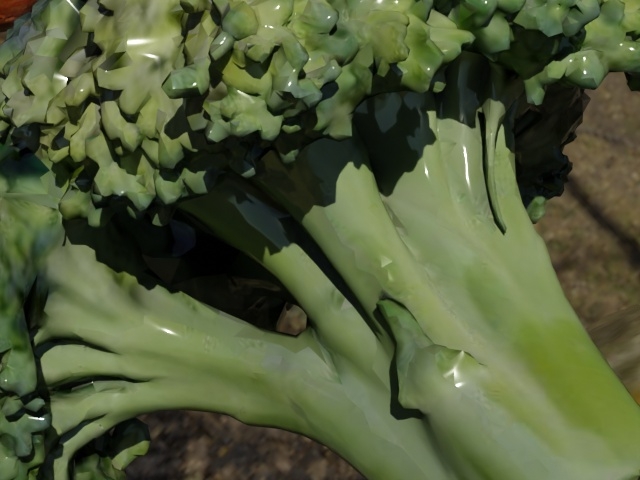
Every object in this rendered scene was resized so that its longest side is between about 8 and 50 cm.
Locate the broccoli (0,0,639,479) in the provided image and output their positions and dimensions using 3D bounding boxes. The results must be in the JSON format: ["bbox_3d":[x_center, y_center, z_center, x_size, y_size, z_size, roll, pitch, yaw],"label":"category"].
[{"bbox_3d":[-0.013,-0.019,0.537,0.249,0.375,0.302,57,-3,-38],"label":"broccoli"}]

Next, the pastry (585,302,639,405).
[{"bbox_3d":[0.214,0.146,0.969,0.170,0.237,0.256,36,25,-20],"label":"pastry"}]

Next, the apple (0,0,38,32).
[{"bbox_3d":[-0.351,-0.281,1.432,0.146,0.146,0.146,25,40,-23],"label":"apple"}]
